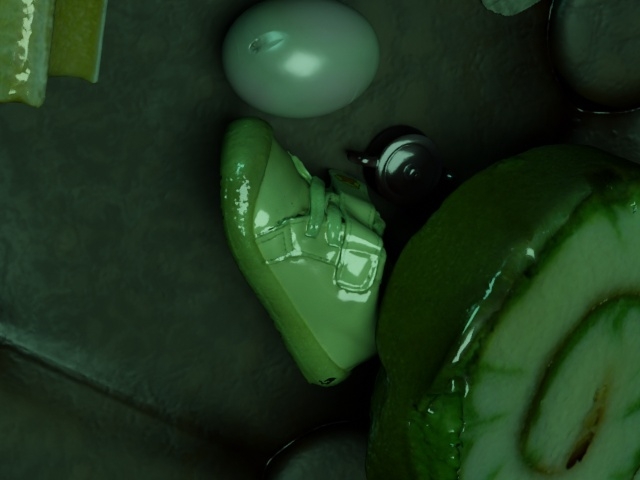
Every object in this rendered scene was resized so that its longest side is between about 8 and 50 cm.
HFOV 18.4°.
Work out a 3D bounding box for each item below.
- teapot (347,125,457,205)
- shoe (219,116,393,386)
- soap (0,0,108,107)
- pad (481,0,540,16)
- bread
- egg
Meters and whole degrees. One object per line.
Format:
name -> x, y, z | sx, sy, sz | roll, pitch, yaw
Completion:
teapot -> 0.071, -0.064, 1.718 | 0.100, 0.045, 0.068 | 9, 103, -22
shoe -> -0.007, 0.002, 1.672 | 0.128, 0.140, 0.262 | -22, 119, 0
soap -> -0.291, -0.279, 1.403 | 0.293, 0.156, 0.335 | 16, 109, 13
pad -> 0.246, -0.359, 1.672 | 0.323, 0.055, 0.250 | -23, 114, 9
bread -> 0.202, 0.102, 1.719 | 0.382, 0.129, 0.366 | 34, 84, -46
egg -> -0.016, -0.152, 1.627 | 0.135, 0.103, 0.103 | -4, 109, -19
